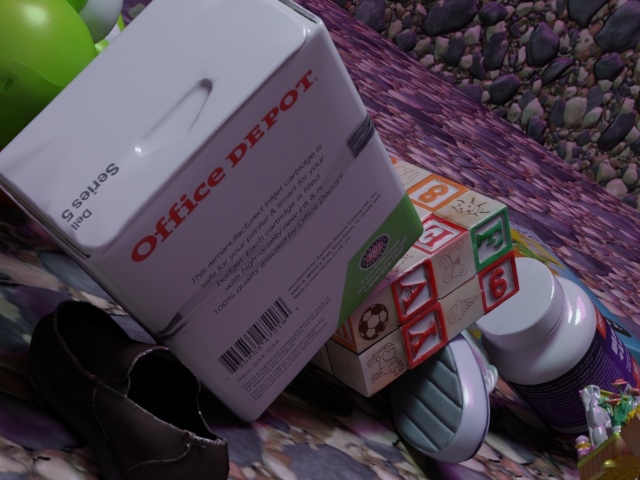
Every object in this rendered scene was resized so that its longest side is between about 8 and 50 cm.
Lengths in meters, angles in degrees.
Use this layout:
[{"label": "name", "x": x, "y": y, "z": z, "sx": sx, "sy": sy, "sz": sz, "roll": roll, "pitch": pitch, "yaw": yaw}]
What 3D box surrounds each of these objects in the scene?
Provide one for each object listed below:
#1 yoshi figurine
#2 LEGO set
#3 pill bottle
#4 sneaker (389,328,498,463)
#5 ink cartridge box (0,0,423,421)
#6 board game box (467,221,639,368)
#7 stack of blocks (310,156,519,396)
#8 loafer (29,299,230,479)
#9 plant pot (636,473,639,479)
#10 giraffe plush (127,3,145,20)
[{"label": "yoshi figurine", "x": -0.203, "y": -0.100, "z": 0.990, "sx": 0.203, "sy": 0.203, "sz": 0.362, "roll": 57, "pitch": -14, "yaw": 21}, {"label": "LEGO set", "x": 0.263, "y": 0.156, "z": 1.158, "sx": 0.287, "sy": 0.132, "sz": 0.107, "roll": 38, "pitch": 42, "yaw": -56}, {"label": "pill bottle", "x": 0.212, "y": 0.098, "z": 1.268, "sx": 0.193, "sy": 0.108, "sz": 0.108, "roll": 47, "pitch": -1, "yaw": -43}, {"label": "sneaker", "x": 0.111, "y": 0.113, "z": 1.183, "sx": 0.091, "sy": 0.094, "sz": 0.258, "roll": 23, "pitch": 17, "yaw": -17}, {"label": "ink cartridge box", "x": -0.061, "y": -0.025, "z": 0.926, "sx": 0.114, "sy": 0.198, "sz": 0.273, "roll": 37, "pitch": -11, "yaw": 31}, {"label": "board game box", "x": 0.192, "y": 0.045, "z": 1.583, "sx": 0.253, "sy": 0.079, "sz": 0.336, "roll": 22, "pitch": 16, "yaw": -25}, {"label": "stack of blocks", "x": 0.000, "y": 0.000, "z": 1.186, "sx": 0.171, "sy": 0.087, "sz": 0.297, "roll": -32, "pitch": 37, "yaw": -26}, {"label": "loafer", "x": -0.110, "y": 0.095, "z": 0.866, "sx": 0.080, "sy": 0.078, "sz": 0.220, "roll": 15, "pitch": 21, "yaw": -42}, {"label": "plant pot", "x": 0.273, "y": 0.260, "z": 0.782, "sx": 0.290, "sy": 0.204, "sz": 0.291, "roll": 26, "pitch": 15, "yaw": -8}, {"label": "giraffe plush", "x": -0.152, "y": -0.131, "z": 1.425, "sx": 0.210, "sy": 0.181, "sz": 0.170, "roll": 38, "pitch": 36, "yaw": -5}]
